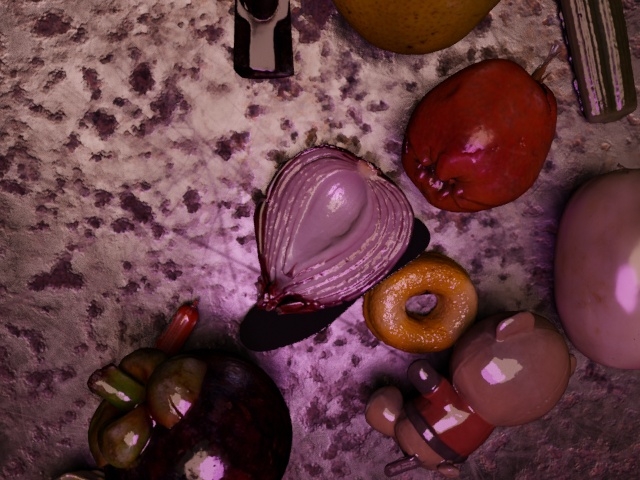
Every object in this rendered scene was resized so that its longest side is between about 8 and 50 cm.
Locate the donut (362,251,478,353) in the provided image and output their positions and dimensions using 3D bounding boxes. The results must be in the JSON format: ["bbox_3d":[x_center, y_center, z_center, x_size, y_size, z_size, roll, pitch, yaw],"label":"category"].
[{"bbox_3d":[0.165,0.106,1.191,0.190,0.074,0.174,11,97,-5],"label":"donut"}]

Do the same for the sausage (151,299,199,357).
[{"bbox_3d":[-0.239,0.157,1.190,0.048,0.050,0.145,37,97,33],"label":"sausage"}]

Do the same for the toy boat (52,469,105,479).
[{"bbox_3d":[-0.331,0.471,1.218,0.276,0.084,0.111,37,92,-11],"label":"toy boat"}]

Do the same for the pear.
[{"bbox_3d":[0.139,-0.405,1.019,0.294,0.294,0.294,0,99,-3],"label":"pear"}]

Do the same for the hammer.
[{"bbox_3d":[-0.080,-0.333,0.949,0.095,0.409,0.242,0,102,-2],"label":"hammer"}]

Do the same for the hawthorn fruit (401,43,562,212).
[{"bbox_3d":[0.259,-0.176,1.097,0.211,0.211,0.299,42,84,-8],"label":"hawthorn fruit"}]

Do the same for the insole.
[{"bbox_3d":[0.022,0.071,1.174,0.348,0.119,0.009,-34,142,-1],"label":"insole"}]

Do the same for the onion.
[{"bbox_3d":[0.000,0.000,1.135,0.227,0.120,0.283,41,88,9],"label":"onion"}]

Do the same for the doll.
[{"bbox_3d":[0.232,0.239,1.129,0.330,0.174,0.235,-41,130,13],"label":"doll"}]

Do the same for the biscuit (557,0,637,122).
[{"bbox_3d":[0.432,-0.344,1.158,0.099,0.038,0.322,-15,99,-4],"label":"biscuit"}]

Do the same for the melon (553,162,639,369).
[{"bbox_3d":[0.471,0.040,1.123,0.223,0.223,0.317,-1,95,-3],"label":"melon"}]

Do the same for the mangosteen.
[{"bbox_3d":[-0.194,0.285,1.091,0.300,0.300,0.300,0,99,-3],"label":"mangosteen"}]
